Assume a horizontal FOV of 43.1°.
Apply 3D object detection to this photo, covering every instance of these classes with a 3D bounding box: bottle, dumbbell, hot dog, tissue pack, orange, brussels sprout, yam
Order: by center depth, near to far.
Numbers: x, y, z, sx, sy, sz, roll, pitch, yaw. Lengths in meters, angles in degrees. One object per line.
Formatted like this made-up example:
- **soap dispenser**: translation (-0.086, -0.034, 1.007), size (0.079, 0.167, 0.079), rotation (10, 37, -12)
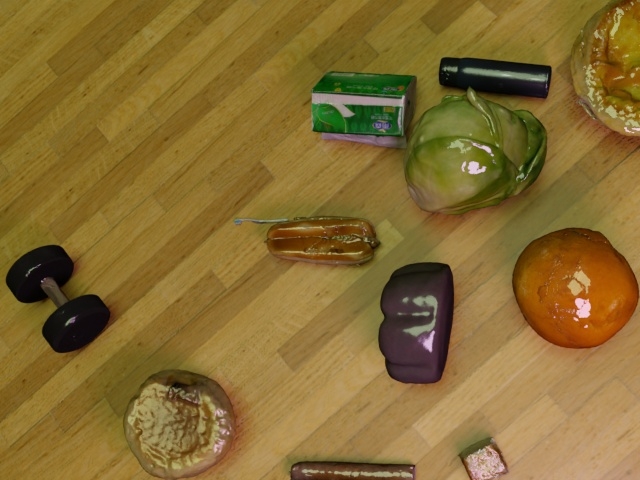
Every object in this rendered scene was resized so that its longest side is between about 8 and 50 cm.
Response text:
- **orange**: translation (0.487, 0.090, 1.557), size (0.240, 0.240, 0.240), rotation (-3, 76, 13)
- **brussels sprout**: translation (0.310, -0.180, 1.660), size (0.294, 0.259, 0.227), rotation (-28, 55, 29)
- **yam**: translation (0.064, 0.478, 1.664), size (0.264, 0.046, 0.046), rotation (-2, 76, 12)
- **bottle**: translation (0.381, -0.363, 1.784), size (0.244, 0.072, 0.082), rotation (9, 42, 15)
- **hot dog**: translation (0.000, 0.000, 1.787), size (0.270, 0.072, 0.109), rotation (2, 75, 12)
- **tissue pack**: translation (0.098, -0.282, 1.802), size (0.209, 0.148, 0.156), rotation (6, 118, 14)
- **dumbbell**: translation (-0.601, 0.133, 1.857), size (0.152, 0.152, 0.218), rotation (-42, 71, 1)

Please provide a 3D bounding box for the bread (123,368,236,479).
- **bread**: translation (-0.294, 0.389, 1.729), size (0.244, 0.134, 0.244), rotation (-3, 74, 10)

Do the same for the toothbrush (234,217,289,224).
- **toothbrush**: translation (-0.136, -0.045, 1.862), size (0.131, 0.011, 0.013), rotation (-2, 63, 14)

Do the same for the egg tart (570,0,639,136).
- **egg tart**: translation (0.682, -0.360, 1.678), size (0.341, 0.132, 0.341), rotation (-4, 74, 13)

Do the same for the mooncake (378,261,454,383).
- **mooncake**: translation (0.197, 0.163, 1.616), size (0.133, 0.245, 0.245), rotation (-1, 76, 17)

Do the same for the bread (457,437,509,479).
- **bread**: translation (0.323, 0.438, 1.598), size (0.083, 0.077, 0.070), rotation (-26, 83, 6)
